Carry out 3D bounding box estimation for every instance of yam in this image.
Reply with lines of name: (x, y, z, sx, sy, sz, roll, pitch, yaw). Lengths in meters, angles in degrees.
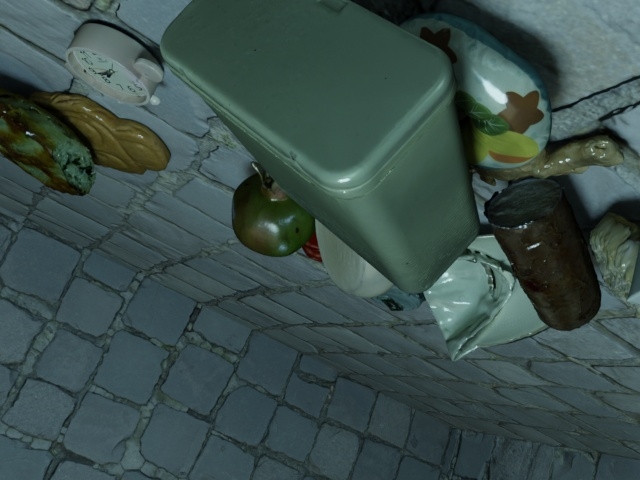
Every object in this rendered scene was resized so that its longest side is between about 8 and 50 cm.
yam: (0.361, 0.022, 0.982, 0.131, 0.131, 0.280, 2, 143, 42)

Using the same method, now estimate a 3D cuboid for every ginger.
ginger: (0.270, -0.129, 0.851, 0.258, 0.065, 0.149, 6, 152, 42)

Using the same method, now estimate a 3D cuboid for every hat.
hat: (0.319, 0.069, 1.206, 0.301, 0.168, 0.258, -16, 103, 26)

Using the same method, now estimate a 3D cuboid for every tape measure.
tape measure: (0.131, 0.129, 1.614, 0.164, 0.084, 0.330, 38, 153, -28)

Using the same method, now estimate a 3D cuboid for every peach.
peach: (-0.001, 0.001, 1.411, 0.100, 0.101, 0.101, 19, 160, 7)

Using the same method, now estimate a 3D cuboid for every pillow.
pillow: (0.171, -0.174, 0.760, 0.233, 0.086, 0.214, 35, 163, -1)

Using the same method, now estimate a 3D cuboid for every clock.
clock: (-0.345, -0.297, 1.051, 0.229, 0.063, 0.155, 11, 160, 34)

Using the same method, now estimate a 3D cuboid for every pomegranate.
pomegranate: (-0.089, -0.075, 1.211, 0.181, 0.181, 0.224, 18, 143, 11)

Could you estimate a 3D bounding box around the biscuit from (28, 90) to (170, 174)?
biscuit: (-0.511, -0.235, 1.396, 0.376, 0.051, 0.269, 14, 157, 21)

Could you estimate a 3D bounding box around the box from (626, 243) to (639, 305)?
box: (0.462, -0.045, 0.662, 0.106, 0.200, 0.299, 20, 160, 7)

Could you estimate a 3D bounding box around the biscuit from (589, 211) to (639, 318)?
biscuit: (0.465, 0.044, 0.901, 0.179, 0.084, 0.281, 55, -166, -12)

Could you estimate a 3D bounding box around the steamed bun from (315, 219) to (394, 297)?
steamed bun: (0.093, -0.014, 1.137, 0.145, 0.232, 0.232, -11, 171, -22)

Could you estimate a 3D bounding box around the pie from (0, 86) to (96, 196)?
pie: (-0.646, -0.224, 1.368, 0.288, 0.103, 0.355, 28, 158, 14)

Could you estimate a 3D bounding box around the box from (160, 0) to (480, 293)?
box: (0.018, -0.129, 0.791, 0.352, 0.177, 0.344, 40, 174, 31)
